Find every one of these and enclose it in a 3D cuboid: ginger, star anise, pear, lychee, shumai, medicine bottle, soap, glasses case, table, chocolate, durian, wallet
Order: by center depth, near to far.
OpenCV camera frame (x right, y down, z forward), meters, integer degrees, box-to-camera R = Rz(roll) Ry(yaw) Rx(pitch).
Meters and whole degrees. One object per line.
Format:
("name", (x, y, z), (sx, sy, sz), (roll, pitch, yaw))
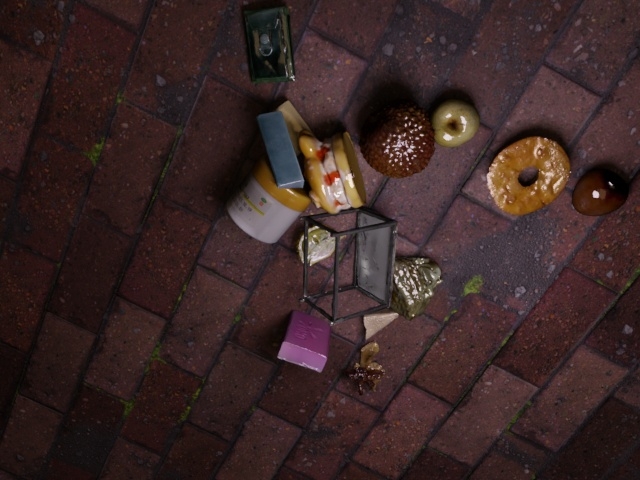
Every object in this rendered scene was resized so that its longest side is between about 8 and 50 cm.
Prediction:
("glasses case", (-0.127, -0.301, 1.631), (0.056, 0.105, 0.266), (-37, 66, 49))
("lychee", (0.262, -0.327, 1.644), (0.267, 0.267, 0.267), (2, 110, 5))
("pear", (0.446, -0.394, 1.664), (0.167, 0.136, 0.167), (3, 109, 8))
("wallet", (-0.173, -0.655, 1.673), (0.160, 0.055, 0.236), (0, 111, 12))
("chocolate", (0.950, -0.160, 1.701), (0.176, 0.177, 0.177), (2, 110, 5))
("medicine bottle", (-0.179, -0.147, 1.756), (0.238, 0.238, 0.232), (40, 109, -9))
("table", (0.090, 0.080, 1.762), (0.272, 0.222, 0.335), (-11, 113, -31))
("shumai", (0.344, 0.154, 1.872), (0.218, 0.189, 0.256), (-27, 99, -8))
("durian", (0.000, 0.000, 1.876), (0.208, 0.102, 0.146), (-17, 109, -14))
("soap", (-0.056, 0.386, 1.926), (0.181, 0.259, 0.081), (21, 110, -1))
("star anise", (0.163, 0.567, 1.982), (0.140, 0.144, 0.158), (45, 112, -8))
("ginger", (0.213, 0.515, 2.057), (0.133, 0.059, 0.214), (22, 109, 6))

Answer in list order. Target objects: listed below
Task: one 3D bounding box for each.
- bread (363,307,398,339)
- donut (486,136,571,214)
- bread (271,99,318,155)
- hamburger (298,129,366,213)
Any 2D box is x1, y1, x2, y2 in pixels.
("bread", (0.246, 0.328, 1.972), (0.152, 0.077, 0.105), (-8, 105, 11))
("donut", (0.706, -0.229, 1.711), (0.277, 0.108, 0.278), (2, 110, 4))
("bread", (-0.111, -0.389, 1.756), (0.139, 0.060, 0.178), (-33, 103, 14))
("hamburger", (0.034, -0.239, 1.687), (0.186, 0.261, 0.303), (-13, 129, 11))
